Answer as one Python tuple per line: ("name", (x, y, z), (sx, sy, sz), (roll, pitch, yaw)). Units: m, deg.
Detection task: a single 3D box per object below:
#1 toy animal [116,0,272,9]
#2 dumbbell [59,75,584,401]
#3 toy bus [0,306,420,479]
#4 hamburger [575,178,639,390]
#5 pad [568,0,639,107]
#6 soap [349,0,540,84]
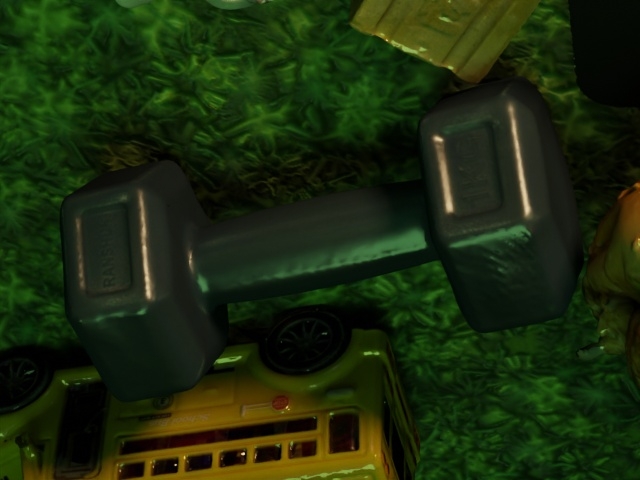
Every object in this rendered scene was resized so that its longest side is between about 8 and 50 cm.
("toy animal", (-0.009, -0.260, 0.763), (0.154, 0.208, 0.325), (9, 93, -25))
("dumbbell", (0.000, 0.000, 1.053), (0.316, 0.144, 0.156), (-12, 131, 15))
("toy bus", (-0.102, 0.161, 1.200), (0.331, 0.151, 0.145), (-9, 133, 11))
("hamburger", (0.305, 0.027, 0.989), (0.314, 0.170, 0.290), (-5, 166, 9))
("pad", (0.299, -0.164, 0.935), (0.323, 0.055, 0.250), (-14, 148, 4))
("soap", (0.113, -0.200, 0.936), (0.092, 0.037, 0.252), (21, 130, -17))
